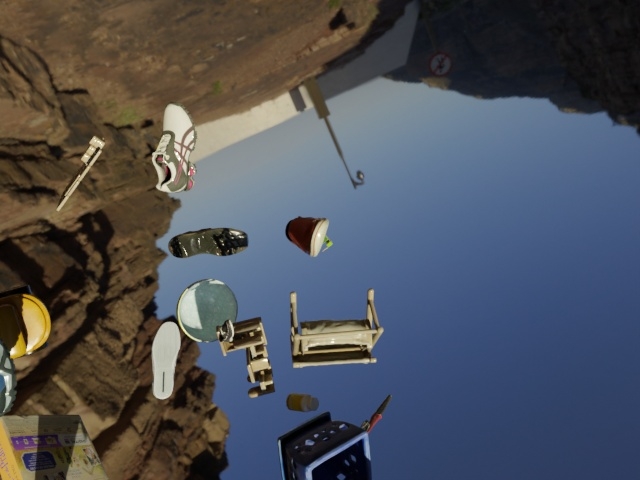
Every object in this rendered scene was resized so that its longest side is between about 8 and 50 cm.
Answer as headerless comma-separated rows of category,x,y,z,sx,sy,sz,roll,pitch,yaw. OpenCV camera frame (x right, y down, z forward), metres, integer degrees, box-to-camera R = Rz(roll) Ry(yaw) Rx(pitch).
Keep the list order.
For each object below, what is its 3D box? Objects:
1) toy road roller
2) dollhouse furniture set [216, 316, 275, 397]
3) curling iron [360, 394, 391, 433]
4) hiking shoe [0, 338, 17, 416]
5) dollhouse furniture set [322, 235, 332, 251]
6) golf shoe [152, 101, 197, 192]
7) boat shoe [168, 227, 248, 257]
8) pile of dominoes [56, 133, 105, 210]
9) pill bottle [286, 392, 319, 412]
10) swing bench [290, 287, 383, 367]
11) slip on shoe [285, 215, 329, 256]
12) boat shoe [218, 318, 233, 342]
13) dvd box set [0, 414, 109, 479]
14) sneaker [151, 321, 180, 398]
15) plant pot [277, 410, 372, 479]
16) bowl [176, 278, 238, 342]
toy road roller,-0.900,0.248,1.315,0.330,0.202,0.241,-17,-173,-28
dollhouse furniture set,-0.264,0.383,1.697,0.161,0.212,0.242,-13,-154,-5
curling iron,0.218,0.673,1.915,0.035,0.068,0.274,28,-153,24
hiking shoe,-0.725,0.227,1.013,0.113,0.303,0.132,-13,-178,35
dollhouse furniture set,0.000,0.000,1.866,0.059,0.076,0.151,-39,-177,3
golf shoe,-0.440,-0.276,1.487,0.105,0.272,0.120,5,-165,27
boat shoe,-0.465,-0.003,2.081,0.325,0.122,0.120,-3,-164,-4
pile of dominoes,-0.782,-0.230,1.600,0.251,0.040,0.196,-53,-150,3
pill bottle,-0.065,0.597,1.830,0.117,0.065,0.065,-9,-160,39
swing bench,0.038,0.287,1.505,0.254,0.254,0.165,-3,-134,-6
slip on shoe,-0.047,-0.022,1.529,0.102,0.122,0.331,19,179,-12
boat shoe,-0.277,0.265,1.451,0.038,0.046,0.125,-10,155,-19
dvd box set,-0.728,0.681,1.398,0.062,0.420,0.307,-42,155,2
sneaker,-0.542,0.408,1.710,0.094,0.257,0.091,10,169,-24
plant pot,0.001,0.679,1.519,0.236,0.235,0.212,-17,-160,-34
bowl,-0.550,0.323,2.329,0.290,0.289,0.156,-32,-166,-31
